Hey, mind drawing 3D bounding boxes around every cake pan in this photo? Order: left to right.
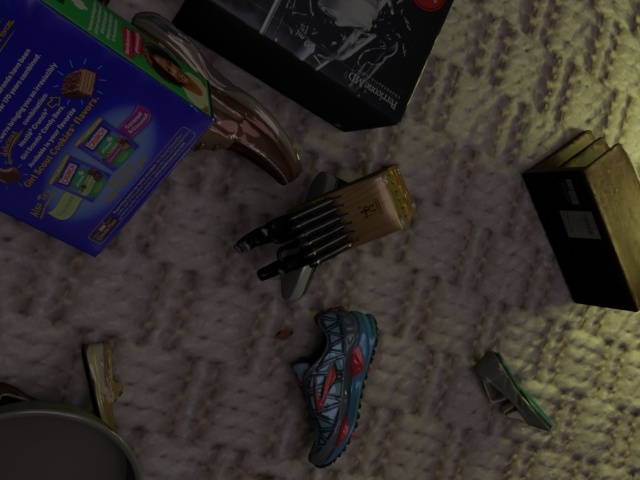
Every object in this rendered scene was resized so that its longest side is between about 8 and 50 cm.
[{"bbox_3d":[-0.387,0.335,0.980,0.293,0.054,0.293,-7,115,-16],"label":"cake pan"}]

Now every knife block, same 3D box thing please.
[{"bbox_3d":[0.009,-0.026,1.121,0.242,0.276,0.088,-20,96,16],"label":"knife block"}]

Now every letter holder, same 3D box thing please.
[{"bbox_3d":[0.568,-0.050,1.429,0.214,0.152,0.302,-33,107,-23],"label":"letter holder"}]

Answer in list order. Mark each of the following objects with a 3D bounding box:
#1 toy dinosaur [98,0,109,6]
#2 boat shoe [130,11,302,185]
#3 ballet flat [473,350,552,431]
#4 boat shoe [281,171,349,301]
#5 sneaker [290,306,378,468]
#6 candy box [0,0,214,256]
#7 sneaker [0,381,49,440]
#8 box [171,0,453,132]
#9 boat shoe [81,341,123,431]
[{"bbox_3d":[-0.345,-0.304,0.985,0.268,0.064,0.118,26,84,-4],"label":"toy dinosaur"},{"bbox_3d":[-0.169,-0.184,1.076,0.324,0.123,0.116,41,80,-13],"label":"boat shoe"},{"bbox_3d":[0.363,0.299,1.403,0.068,0.072,0.213,-36,110,9],"label":"ballet flat"},{"bbox_3d":[0.000,0.000,1.187,0.070,0.078,0.219,23,81,-25],"label":"boat shoe"},{"bbox_3d":[0.004,0.237,1.209,0.125,0.104,0.262,16,82,-9],"label":"sneaker"},{"bbox_3d":[-0.337,-0.165,0.898,0.317,0.122,0.268,32,114,-34],"label":"candy box"},{"bbox_3d":[-0.383,0.259,1.015,0.188,0.071,0.066,32,79,-24],"label":"sneaker"},{"bbox_3d":[0.009,-0.383,1.112,0.343,0.179,0.312,27,82,-25],"label":"box"},{"bbox_3d":[-0.308,0.212,1.058,0.045,0.050,0.135,-12,93,-27],"label":"boat shoe"}]
